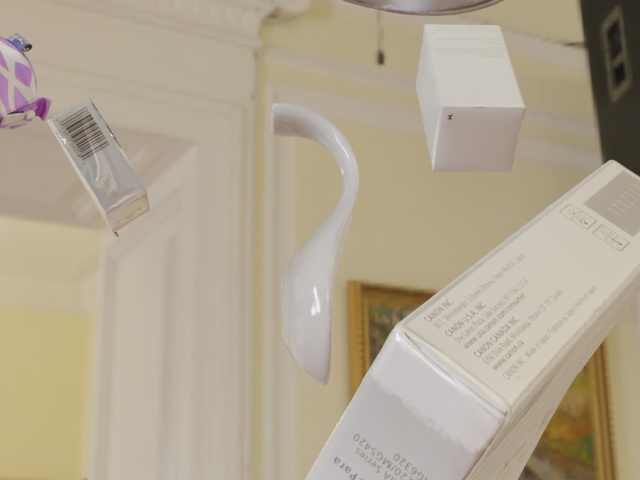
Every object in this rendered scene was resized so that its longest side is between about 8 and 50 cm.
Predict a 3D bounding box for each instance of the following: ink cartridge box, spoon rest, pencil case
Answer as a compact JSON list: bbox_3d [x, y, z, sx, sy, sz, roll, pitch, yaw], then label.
[{"bbox_3d":[-0.128,-0.040,0.695,0.029,0.063,0.115,-32,-3,-8],"label":"ink cartridge box"},{"bbox_3d":[0.077,0.108,0.649,0.296,0.066,0.261,-29,-29,-54],"label":"ink cartridge box"},{"bbox_3d":[0.000,0.000,1.114,0.084,0.276,0.137,-4,-21,-4],"label":"spoon rest"},{"bbox_3d":[-0.303,-0.088,0.901,0.206,0.088,0.086,-42,-7,-47],"label":"pencil case"}]

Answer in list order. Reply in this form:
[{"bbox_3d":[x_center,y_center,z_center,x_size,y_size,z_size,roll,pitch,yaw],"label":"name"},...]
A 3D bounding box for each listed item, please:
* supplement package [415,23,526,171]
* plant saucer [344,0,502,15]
[{"bbox_3d":[0.186,-0.183,1.494,0.105,0.179,0.105,1,-46,-5],"label":"supplement package"},{"bbox_3d":[0.020,-0.270,0.818,0.311,0.050,0.310,21,-20,8],"label":"plant saucer"}]
